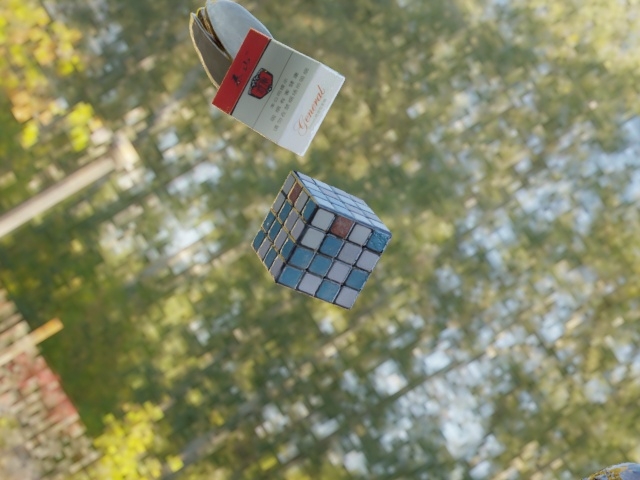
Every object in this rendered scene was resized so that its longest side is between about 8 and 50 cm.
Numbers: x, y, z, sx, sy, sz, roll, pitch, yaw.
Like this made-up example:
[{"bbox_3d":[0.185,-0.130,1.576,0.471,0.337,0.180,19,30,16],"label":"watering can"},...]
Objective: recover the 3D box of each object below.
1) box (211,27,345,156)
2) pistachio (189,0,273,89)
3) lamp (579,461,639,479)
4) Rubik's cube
[{"bbox_3d":[-0.049,-0.165,1.690,0.048,0.100,0.152,27,4,-42],"label":"box"},{"bbox_3d":[-0.126,-0.272,2.150,0.149,0.113,0.113,48,-11,11],"label":"pistachio"},{"bbox_3d":[0.270,0.278,1.446,0.135,0.157,0.156,39,-12,-11],"label":"lamp"},{"bbox_3d":[0.000,0.000,1.525,0.092,0.092,0.092,21,16,-27],"label":"Rubik's cube"}]
